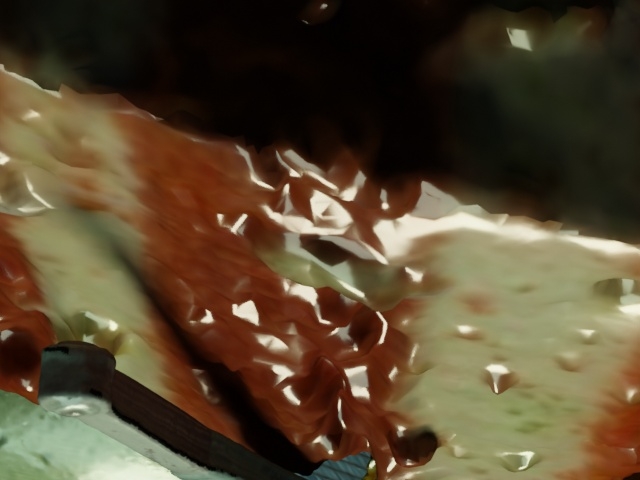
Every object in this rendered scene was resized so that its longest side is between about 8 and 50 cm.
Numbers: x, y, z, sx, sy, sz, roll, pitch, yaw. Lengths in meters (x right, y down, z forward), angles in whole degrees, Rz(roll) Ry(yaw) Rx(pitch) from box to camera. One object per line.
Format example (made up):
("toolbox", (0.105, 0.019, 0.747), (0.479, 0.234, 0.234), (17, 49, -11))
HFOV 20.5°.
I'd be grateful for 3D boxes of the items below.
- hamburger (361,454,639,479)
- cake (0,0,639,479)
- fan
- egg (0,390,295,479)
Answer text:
("hamburger", (0.156, 0.117, 0.981), (0.291, 0.225, 0.291), (9, 151, 5))
("cake", (0.005, -0.082, 0.604), (0.319, 0.270, 0.269), (14, 156, 6))
("fan", (-0.017, 0.089, 0.634), (0.057, 0.023, 0.282), (9, 163, 26))
("egg", (-0.093, 0.041, 0.791), (0.228, 0.177, 0.177), (-5, 157, -5))
